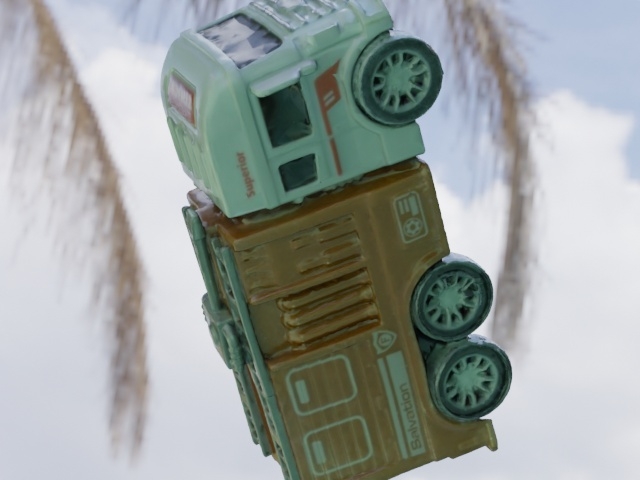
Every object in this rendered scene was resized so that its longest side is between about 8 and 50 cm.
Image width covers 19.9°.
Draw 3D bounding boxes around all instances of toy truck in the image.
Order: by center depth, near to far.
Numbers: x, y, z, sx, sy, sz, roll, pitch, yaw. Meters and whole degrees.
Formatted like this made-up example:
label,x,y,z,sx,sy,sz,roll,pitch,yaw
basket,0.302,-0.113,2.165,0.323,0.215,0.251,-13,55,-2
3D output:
label,x,y,z,sx,sy,sz,roll,pitch,yaw
toy truck,0.000,0.000,1.413,0.207,0.173,0.388,-21,-66,-14
